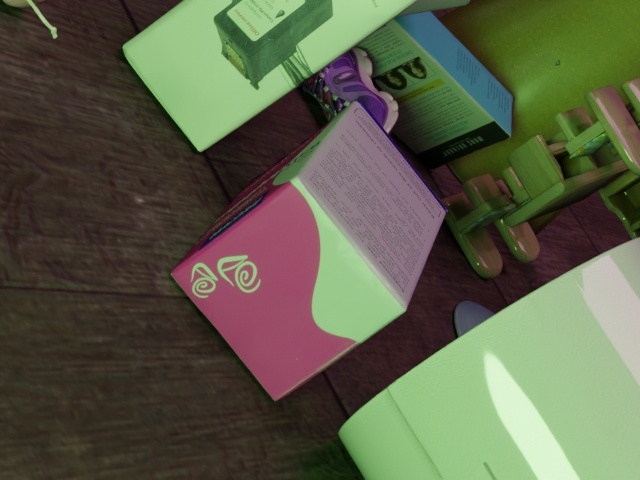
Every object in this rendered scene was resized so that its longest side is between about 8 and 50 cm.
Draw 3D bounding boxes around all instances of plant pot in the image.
[{"bbox_3d":[0.276,-0.197,1.748,0.275,0.293,0.275,45,21,-23],"label":"plant pot"}]

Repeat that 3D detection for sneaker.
[{"bbox_3d":[0.016,-0.126,1.408,0.071,0.068,0.170,22,26,-31],"label":"sneaker"}]

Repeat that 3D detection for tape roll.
[{"bbox_3d":[0.156,0.130,1.001,0.169,0.246,0.246,59,20,12],"label":"tape roll"}]

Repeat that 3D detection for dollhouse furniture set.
[{"bbox_3d":[0.282,-0.038,1.535,0.242,0.212,0.161,-18,76,-49],"label":"dollhouse furniture set"}]

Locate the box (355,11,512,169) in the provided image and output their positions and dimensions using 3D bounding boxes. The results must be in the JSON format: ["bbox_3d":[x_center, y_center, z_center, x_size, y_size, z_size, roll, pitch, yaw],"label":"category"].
[{"bbox_3d":[0.080,-0.173,1.530,0.244,0.100,0.060,40,43,-35],"label":"box"}]

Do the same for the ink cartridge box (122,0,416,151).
[{"bbox_3d":[-0.008,-0.182,1.159,0.100,0.237,0.172,55,19,-6],"label":"ink cartridge box"}]

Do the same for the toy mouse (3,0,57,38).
[{"bbox_3d":[-0.218,-0.199,1.011,0.161,0.031,0.143,50,20,-11],"label":"toy mouse"}]

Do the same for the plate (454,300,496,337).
[{"bbox_3d":[0.186,0.128,1.404,0.188,0.024,0.188,46,20,-22],"label":"plate"}]

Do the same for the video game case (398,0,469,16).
[{"bbox_3d":[-0.002,-0.279,1.428,0.227,0.026,0.206,-12,58,-20],"label":"video game case"}]

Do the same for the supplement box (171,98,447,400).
[{"bbox_3d":[0.000,0.000,1.059,0.114,0.111,0.220,51,19,-8],"label":"supplement box"}]
